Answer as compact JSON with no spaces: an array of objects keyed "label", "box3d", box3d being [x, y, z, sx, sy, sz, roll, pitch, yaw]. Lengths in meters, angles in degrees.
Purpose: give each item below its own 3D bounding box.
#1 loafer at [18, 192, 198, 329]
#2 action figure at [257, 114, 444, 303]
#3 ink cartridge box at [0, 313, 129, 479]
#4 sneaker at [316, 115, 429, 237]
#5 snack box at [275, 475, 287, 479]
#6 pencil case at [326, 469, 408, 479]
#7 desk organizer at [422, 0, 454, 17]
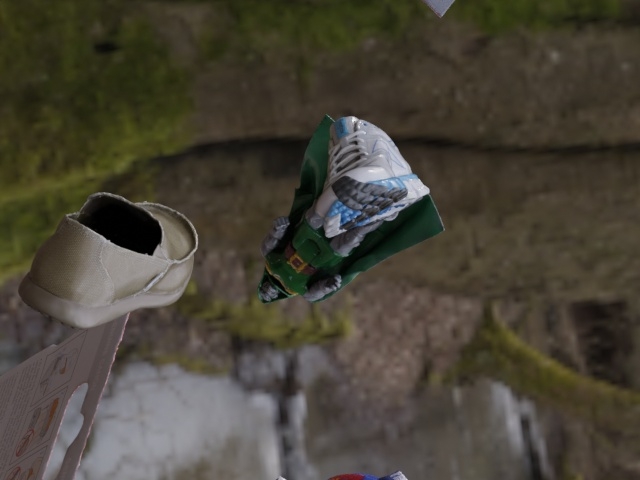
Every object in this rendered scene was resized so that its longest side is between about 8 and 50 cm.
[{"label":"loafer","box3d":[-0.094,0.004,0.875,0.050,0.056,0.148,-62,173,19]},{"label":"action figure","box3d":[0.000,0.000,1.570,0.137,0.232,0.063,47,54,4]},{"label":"ink cartridge box","box3d":[-0.178,0.151,1.019,0.056,0.224,0.181,39,43,-26]},{"label":"sneaker","box3d":[0.026,-0.054,1.357,0.083,0.071,0.190,63,11,2]},{"label":"snack box","box3d":[-0.034,0.255,1.352,0.022,0.064,0.178,-53,-174,36]},{"label":"pencil case","box3d":[-0.036,0.273,1.208,0.306,0.133,0.119,-33,124,-45]},{"label":"desk organizer","box3d":[0.108,-0.243,1.377,0.047,0.130,0.050,35,6,-48]}]
